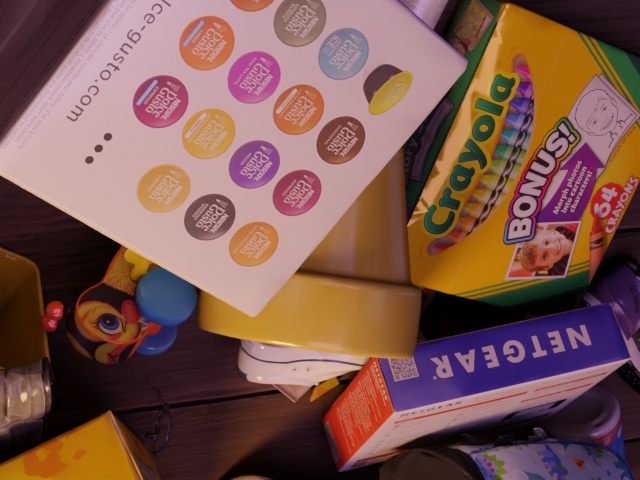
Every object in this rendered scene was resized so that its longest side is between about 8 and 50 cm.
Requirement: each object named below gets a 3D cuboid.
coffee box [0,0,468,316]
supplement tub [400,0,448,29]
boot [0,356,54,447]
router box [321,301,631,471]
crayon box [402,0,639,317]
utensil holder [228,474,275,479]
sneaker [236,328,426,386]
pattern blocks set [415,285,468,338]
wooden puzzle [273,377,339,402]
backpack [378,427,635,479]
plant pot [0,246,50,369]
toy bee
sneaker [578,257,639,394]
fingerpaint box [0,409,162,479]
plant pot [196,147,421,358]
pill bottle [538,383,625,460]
[{"bbox_3d":[-0.127,-0.196,1.302,0.334,0.338,0.337,33,102,-35],"label":"coffee box"},{"bbox_3d":[0.119,-0.297,1.516,0.071,0.071,0.107,17,111,-31],"label":"supplement tub"},{"bbox_3d":[-0.369,0.212,1.367,0.161,0.083,0.246,4,138,-24],"label":"boot"},{"bbox_3d":[0.200,0.201,1.741,0.336,0.082,0.301,-10,159,-18],"label":"router box"},{"bbox_3d":[0.255,-0.098,1.651,0.313,0.106,0.362,14,106,-32],"label":"crayon box"},{"bbox_3d":[0.004,0.532,1.807,0.385,0.327,0.327,29,104,-32],"label":"utensil holder"},{"bbox_3d":[0.010,0.142,1.697,0.258,0.094,0.091,4,135,-21],"label":"sneaker"},{"bbox_3d":[0.087,0.049,1.735,0.325,0.026,0.285,27,105,-33],"label":"pattern blocks set"},{"bbox_3d":[-0.029,0.179,1.770,0.078,0.014,0.116,-40,127,-3],"label":"wooden puzzle"},{"bbox_3d":[0.285,0.398,1.779,0.273,0.290,0.355,-30,155,24],"label":"backpack"},{"bbox_3d":[-0.446,0.116,1.442,0.212,0.212,0.187,26,117,-33],"label":"plant pot"},{"bbox_3d":[-0.224,0.069,1.467,0.162,0.298,0.195,19,121,-16],"label":"toy bee"},{"bbox_3d":[0.490,0.142,1.924,0.124,0.107,0.283,-41,127,-4],"label":"sneaker"},{"bbox_3d":[-0.355,0.363,1.495,0.371,0.163,0.445,-25,169,-8],"label":"fingerpaint box"},{"bbox_3d":[0.000,0.000,1.486,0.254,0.254,0.238,9,90,-28],"label":"plant pot"},{"bbox_3d":[0.403,0.334,1.983,0.124,0.124,0.221,-23,125,-10],"label":"pill bottle"}]
